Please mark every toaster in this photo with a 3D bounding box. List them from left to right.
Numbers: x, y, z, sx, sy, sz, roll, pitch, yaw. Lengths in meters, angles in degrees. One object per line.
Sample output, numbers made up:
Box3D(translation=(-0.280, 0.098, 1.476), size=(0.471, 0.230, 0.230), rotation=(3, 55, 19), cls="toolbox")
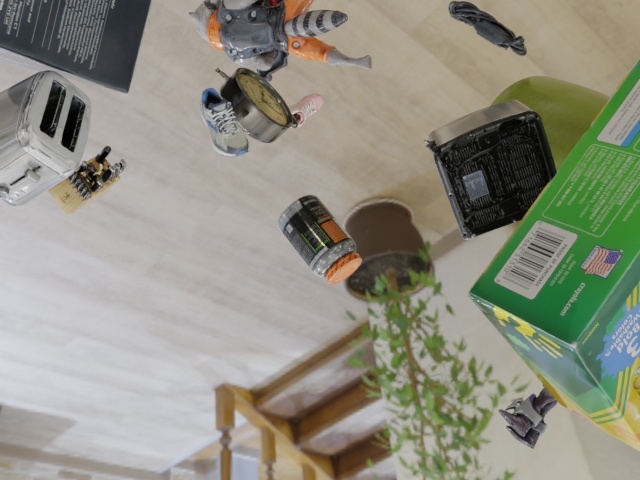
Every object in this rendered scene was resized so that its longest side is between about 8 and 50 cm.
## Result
Box3D(translation=(-0.464, -0.175, 1.109), size=(0.146, 0.227, 0.129), rotation=(-19, 141, 26), cls="toaster")
Box3D(translation=(0.262, -0.117, 1.052), size=(0.168, 0.110, 0.185), rotation=(-22, 112, 9), cls="toaster")

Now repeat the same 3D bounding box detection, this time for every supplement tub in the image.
Box3D(translation=(0.000, 0.000, 1.533), size=(0.117, 0.190, 0.117), rotation=(-33, 160, -14), cls="supplement tub")

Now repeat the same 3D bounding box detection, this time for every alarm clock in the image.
Box3D(translation=(-0.100, -0.224, 1.174), size=(0.064, 0.129, 0.192), rotation=(-41, 154, 27), cls="alarm clock")

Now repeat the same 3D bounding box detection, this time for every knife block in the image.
Box3D(translation=(-0.606, -0.179, 1.871), size=(0.242, 0.275, 0.088), rotation=(-33, 99, 13), cls="knife block")

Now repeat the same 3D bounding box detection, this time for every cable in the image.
Box3D(translation=(0.342, -0.438, 1.391), size=(0.150, 0.184, 0.047), rotation=(-20, 142, -59), cls="cable")

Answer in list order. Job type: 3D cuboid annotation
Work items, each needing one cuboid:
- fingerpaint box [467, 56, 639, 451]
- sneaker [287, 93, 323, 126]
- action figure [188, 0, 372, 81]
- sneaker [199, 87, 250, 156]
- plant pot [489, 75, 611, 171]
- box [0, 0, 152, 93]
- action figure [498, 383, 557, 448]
Box3D(translation=(0.449, 0.012, 0.903), size=(0.444, 0.163, 0.371), rotation=(-52, 132, -8), cls="fingerpaint box")
Box3D(translation=(-0.039, -0.302, 1.611), size=(0.134, 0.070, 0.051), rotation=(-26, 124, -19), cls="sneaker")
Box3D(translation=(-0.091, -0.437, 1.241), size=(0.330, 0.178, 0.341), rotation=(-2, 123, 21), cls="action figure")
Box3D(translation=(-0.148, -0.178, 1.020), size=(0.052, 0.135, 0.058), rotation=(-24, 145, -20), cls="sneaker")
Box3D(translation=(0.477, -0.149, 1.227), size=(0.275, 0.293, 0.274), rotation=(-7, 107, -22), cls="plant pot")
Box3D(translation=(-0.509, -0.405, 1.102), size=(0.294, 0.212, 0.395), rotation=(16, -175, 14), cls="box")
Box3D(translation=(0.545, 0.342, 1.586), size=(0.285, 0.099, 0.185), rotation=(-41, 146, -13), cls="action figure")
